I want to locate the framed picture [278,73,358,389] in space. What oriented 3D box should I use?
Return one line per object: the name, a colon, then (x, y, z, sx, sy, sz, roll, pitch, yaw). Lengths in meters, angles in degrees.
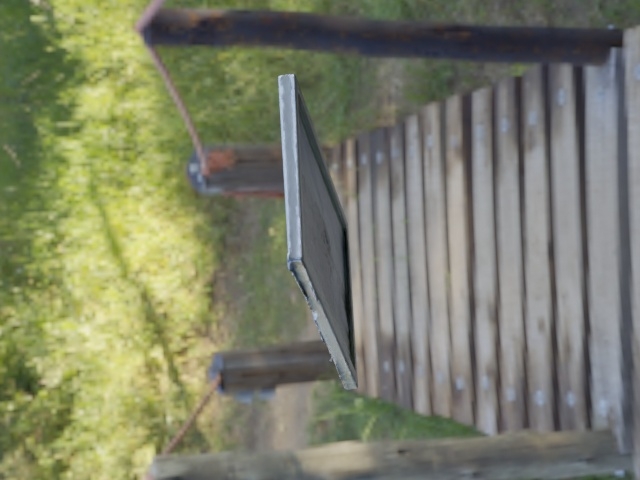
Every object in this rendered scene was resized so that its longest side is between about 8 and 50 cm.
framed picture: (0.000, 0.000, 0.621, 0.149, 0.011, 0.109, 67, -163, -58)
